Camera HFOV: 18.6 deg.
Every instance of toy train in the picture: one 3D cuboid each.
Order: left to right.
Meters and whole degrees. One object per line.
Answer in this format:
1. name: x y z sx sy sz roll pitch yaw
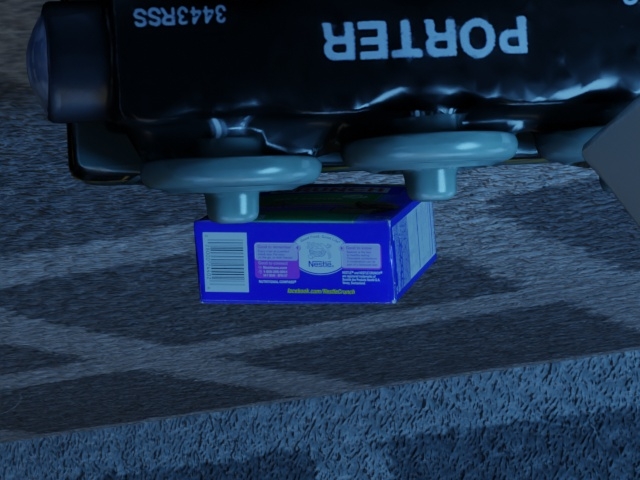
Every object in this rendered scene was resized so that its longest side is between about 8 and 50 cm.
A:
1. toy train: 0.031 -0.084 0.891 0.334 0.142 0.190 -4 180 -12

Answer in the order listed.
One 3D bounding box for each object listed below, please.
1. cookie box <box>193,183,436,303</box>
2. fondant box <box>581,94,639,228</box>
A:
1. cookie box: 0.000 0.000 0.903 0.092 0.040 0.107 0 -170 13
2. fondant box: 0.252 -0.109 0.539 0.330 0.096 0.238 -35 176 -15
